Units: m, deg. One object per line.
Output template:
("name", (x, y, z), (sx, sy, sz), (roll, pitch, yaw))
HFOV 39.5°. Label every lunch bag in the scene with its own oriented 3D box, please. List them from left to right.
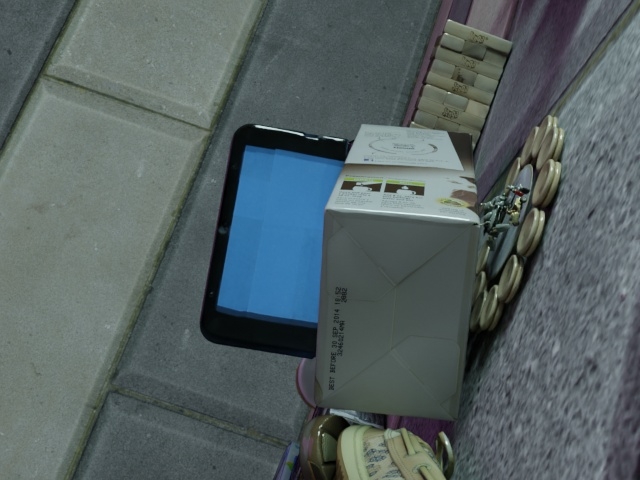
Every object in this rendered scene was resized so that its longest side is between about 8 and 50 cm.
("lunch bag", (-0.062, 0.509, 1.706), (0.219, 0.090, 0.176), (-71, -1, -47))

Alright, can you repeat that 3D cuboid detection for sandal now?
("sandal", (0.010, 0.228, 0.744), (0.090, 0.060, 0.219), (-76, -26, -45))

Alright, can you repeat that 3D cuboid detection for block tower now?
("block tower", (0.149, -0.112, 1.177), (0.097, 0.091, 0.335), (-77, 6, -80))

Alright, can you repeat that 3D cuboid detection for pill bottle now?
("pill bottle", (0.017, 0.233, 1.510), (0.208, 0.119, 0.119), (108, 180, -79))

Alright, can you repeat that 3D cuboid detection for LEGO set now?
("LEGO set", (0.139, -0.024, 0.695), (0.083, 0.024, 0.054), (108, -179, -64))

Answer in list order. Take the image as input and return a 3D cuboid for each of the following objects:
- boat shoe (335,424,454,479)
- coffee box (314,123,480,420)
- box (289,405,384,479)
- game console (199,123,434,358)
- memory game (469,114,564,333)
("boat shoe", (0.058, 0.188, 0.598), (0.285, 0.089, 0.104), (-36, -61, -85))
("coffee box", (0.074, 0.009, 0.798), (0.297, 0.119, 0.168), (-69, -17, -69))
("box", (0.016, 0.299, 1.233), (0.307, 0.077, 0.242), (-70, -1, -78))
("game console", (0.000, 0.000, 1.089), (0.250, 0.173, 0.292), (-2, 78, 58))
("memory game", (0.155, -0.011, 0.714), (0.186, 0.012, 0.186), (18, -90, -89))
